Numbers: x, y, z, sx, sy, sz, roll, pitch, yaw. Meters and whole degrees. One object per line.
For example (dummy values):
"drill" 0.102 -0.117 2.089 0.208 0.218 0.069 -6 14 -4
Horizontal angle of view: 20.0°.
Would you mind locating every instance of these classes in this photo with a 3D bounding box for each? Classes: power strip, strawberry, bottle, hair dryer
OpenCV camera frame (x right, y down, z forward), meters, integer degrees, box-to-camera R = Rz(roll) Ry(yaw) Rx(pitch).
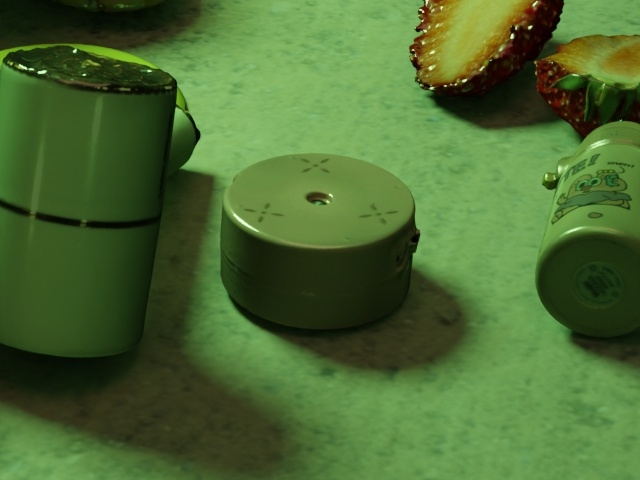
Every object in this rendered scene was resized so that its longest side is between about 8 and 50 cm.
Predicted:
"power strip" 0.000 0.000 1.392 0.154 0.078 0.154 4 30 -2
"strawberry" 0.266 -0.140 1.632 0.146 0.082 0.187 17 28 13
"strawberry" 0.152 -0.192 1.724 0.167 0.087 0.208 5 53 43
"bottle" 0.221 -0.018 1.420 0.110 0.097 0.209 -7 28 19
"hair dryer" -0.156 -0.054 1.406 0.128 0.203 0.362 11 14 7

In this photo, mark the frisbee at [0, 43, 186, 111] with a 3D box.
"frisbee" -0.238 -0.124 1.636 0.236 0.017 0.236 1 31 -1

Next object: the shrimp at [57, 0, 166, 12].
"shrimp" -0.240 -0.289 1.865 0.145 0.061 0.267 -26 42 -22
